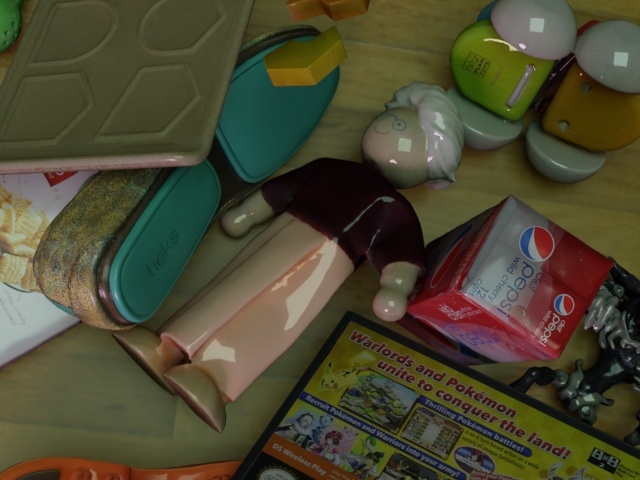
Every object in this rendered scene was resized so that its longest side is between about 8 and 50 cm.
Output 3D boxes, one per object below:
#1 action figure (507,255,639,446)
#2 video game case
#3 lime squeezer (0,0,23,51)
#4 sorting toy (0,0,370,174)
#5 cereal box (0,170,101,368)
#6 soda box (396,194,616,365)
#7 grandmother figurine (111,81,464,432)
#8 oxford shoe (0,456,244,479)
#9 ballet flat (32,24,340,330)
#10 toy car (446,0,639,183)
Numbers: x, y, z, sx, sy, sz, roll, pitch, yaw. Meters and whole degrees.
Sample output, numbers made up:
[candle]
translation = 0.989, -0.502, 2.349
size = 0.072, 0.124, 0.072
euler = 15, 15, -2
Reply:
[action figure]
translation = 0.247, 0.115, 1.012
size = 0.276, 0.141, 0.164
euler = -36, 84, -8
[video game case]
translation = 0.076, 0.205, 0.889
size = 0.275, 0.035, 0.248
euler = 25, 59, 20
[lime squeezer]
translation = -0.330, -0.195, 1.023
size = 0.310, 0.059, 0.110
euler = -28, 87, -10
[sorting toy]
translation = -0.117, -0.135, 0.949
size = 0.307, 0.041, 0.229
euler = -1, 51, 21
[cereal box]
translation = -0.280, 0.016, 1.002
size = 0.240, 0.047, 0.173
euler = -31, 87, -11
[soda box]
translation = 0.131, 0.041, 0.942
size = 0.092, 0.263, 0.083
euler = 34, 80, -2
[grandmother figurine]
translation = 0.000, 0.000, 0.984
size = 0.208, 0.104, 0.342
euler = 34, 72, 28
[oxford shoe]
translation = -0.107, 0.241, 0.965
size = 0.364, 0.133, 0.130
euler = 16, 68, -23
[ballet flat]
translation = -0.112, -0.069, 0.989
size = 0.123, 0.123, 0.348
euler = 37, 57, -1
[toy car]
translation = 0.204, -0.153, 1.055
size = 0.182, 0.159, 0.136
euler = 21, 45, -4
